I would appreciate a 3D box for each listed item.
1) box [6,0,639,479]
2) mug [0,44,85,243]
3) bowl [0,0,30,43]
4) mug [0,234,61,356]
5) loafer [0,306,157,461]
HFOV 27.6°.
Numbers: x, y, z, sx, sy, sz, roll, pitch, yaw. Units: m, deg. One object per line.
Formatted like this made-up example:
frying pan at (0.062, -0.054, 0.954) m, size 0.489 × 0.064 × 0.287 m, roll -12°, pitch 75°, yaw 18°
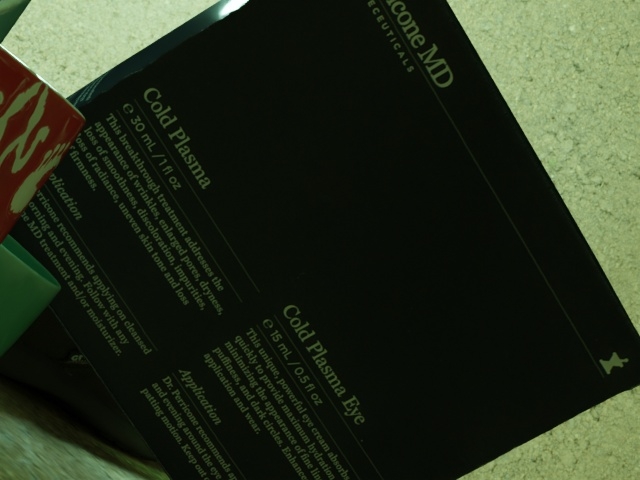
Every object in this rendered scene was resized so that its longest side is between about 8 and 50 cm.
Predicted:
box at (0.000, 0.000, 0.889) m, size 0.343 × 0.313 × 0.179 m, roll 58°, pitch 11°, yaw -13°
mug at (-0.166, -0.003, 0.419) m, size 0.113 × 0.169 × 0.150 m, roll 38°, pitch -4°, yaw -20°
bowl at (-0.333, -0.140, 0.774) m, size 0.312 × 0.163 × 0.311 m, roll 17°, pitch 31°, yaw -11°
mug at (-0.226, 0.022, 0.742) m, size 0.129 × 0.097 × 0.158 m, roll 41°, pitch -6°, yaw 3°
loafer at (-0.177, 0.065, 1.015) m, size 0.134 × 0.130 × 0.366 m, roll 35°, pitch -5°, yaw 35°
